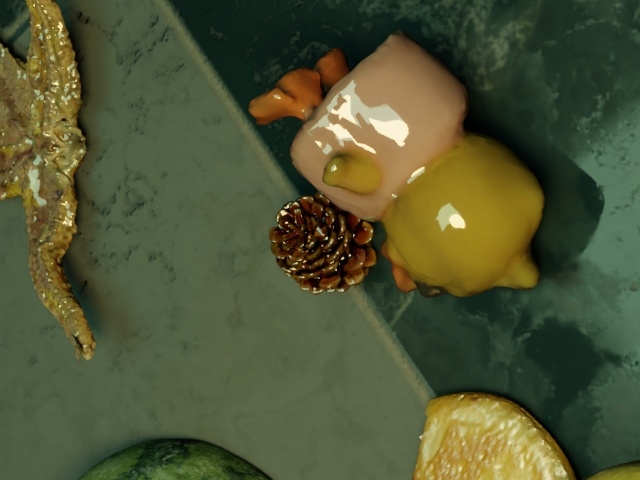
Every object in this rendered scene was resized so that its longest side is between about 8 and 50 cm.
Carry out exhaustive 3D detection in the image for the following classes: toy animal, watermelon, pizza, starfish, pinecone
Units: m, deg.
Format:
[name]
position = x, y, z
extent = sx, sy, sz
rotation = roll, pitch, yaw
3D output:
[toy animal]
position = 0.088, -0.060, 1.331
extent = 0.169, 0.195, 0.281
rotation = -39, 88, 34
[watermelon]
position = -0.156, 0.314, 1.472
extent = 0.256, 0.260, 0.176
rotation = 44, 126, 39
[pizza]
position = 0.146, 0.273, 1.378
extent = 0.181, 0.034, 0.262
rotation = 24, 102, 27
[starfish]
position = -0.351, -0.114, 1.602
extent = 0.384, 0.132, 0.398
rotation = 15, 111, 36
[pinecone]
position = -0.002, 0.004, 1.413
extent = 0.102, 0.109, 0.102
rotation = 1, 92, 27

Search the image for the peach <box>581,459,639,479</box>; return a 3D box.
[peach]
position = 0.313, 0.313, 1.148
extent = 0.316, 0.281, 0.314
rotation = -3, 121, 38
